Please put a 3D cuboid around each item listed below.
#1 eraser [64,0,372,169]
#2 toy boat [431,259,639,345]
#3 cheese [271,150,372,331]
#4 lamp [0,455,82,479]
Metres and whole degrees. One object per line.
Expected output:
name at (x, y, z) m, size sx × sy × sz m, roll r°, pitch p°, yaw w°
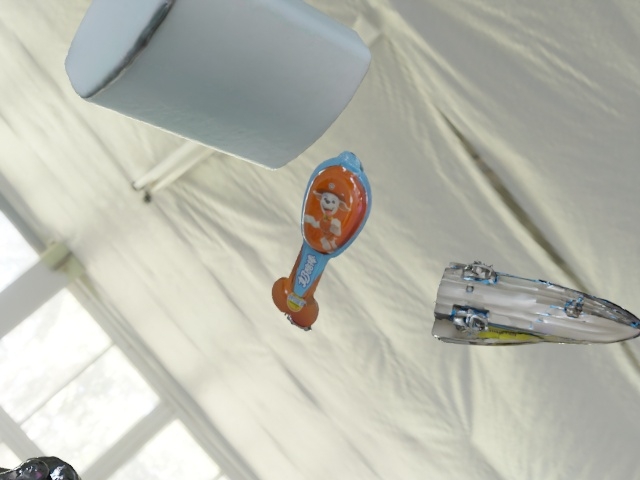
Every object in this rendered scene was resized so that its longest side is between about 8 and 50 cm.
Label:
eraser at (-0.098, -0.187, 1.051) m, size 0.290 × 0.189 × 0.104 m, roll 18°, pitch 29°, yaw -49°
toy boat at (0.205, 0.069, 0.968) m, size 0.210 × 0.084 × 0.066 m, roll 9°, pitch -26°, yaw 20°
cheese at (0.000, 0.000, 1.356) m, size 0.106 × 0.037 × 0.256 m, roll 34°, pitch -68°, yaw 30°
lamp at (-0.366, 0.314, 0.778) m, size 0.272 × 0.374 × 0.205 m, roll 15°, pitch -36°, yaw 10°
